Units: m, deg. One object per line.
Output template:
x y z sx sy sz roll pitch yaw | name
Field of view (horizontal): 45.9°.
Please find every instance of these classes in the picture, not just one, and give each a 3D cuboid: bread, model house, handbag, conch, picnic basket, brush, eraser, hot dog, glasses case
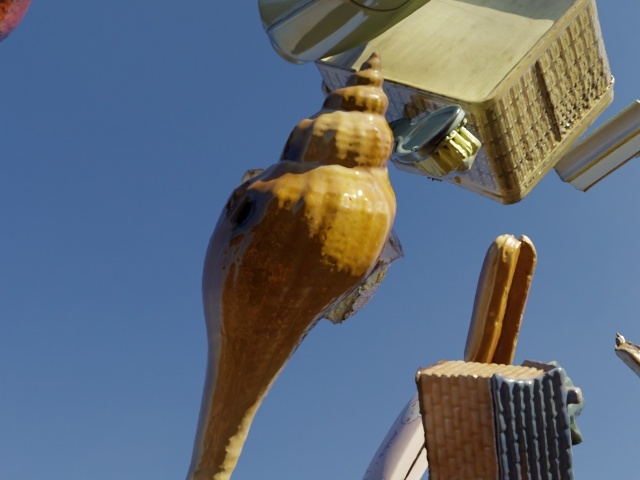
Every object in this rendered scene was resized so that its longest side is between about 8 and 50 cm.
0.000 0.000 0.935 0.139 0.229 0.143 0 -59 -55 | bread
0.232 0.214 0.888 0.172 0.166 0.183 -10 -3 33 | model house
0.089 -0.300 0.798 0.315 0.241 0.109 -17 -76 52 | handbag
-0.037 0.034 0.472 0.093 0.109 0.330 26 -87 -51 | conch
0.176 -0.207 0.962 0.228 0.313 0.175 -47 -46 -15 | picnic basket
0.108 -0.096 0.782 0.060 0.297 0.068 44 -87 -9 | brush
0.626 -0.198 1.635 0.226 0.069 0.158 -38 -26 24 | eraser
0.255 0.103 1.102 0.092 0.062 0.235 3 -75 -39 | hot dog
0.160 0.385 1.399 0.075 0.297 0.113 40 -28 -9 | glasses case

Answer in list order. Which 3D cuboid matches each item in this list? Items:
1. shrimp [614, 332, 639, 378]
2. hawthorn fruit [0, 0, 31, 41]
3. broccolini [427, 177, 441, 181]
0.166 0.118 0.327 0.095 0.162 0.045 -40 -12 13 | shrimp
-0.588 -0.420 1.177 0.295 0.295 0.311 -11 -15 -6 | hawthorn fruit
0.209 -0.141 1.344 0.051 0.054 0.239 -12 -4 4 | broccolini
